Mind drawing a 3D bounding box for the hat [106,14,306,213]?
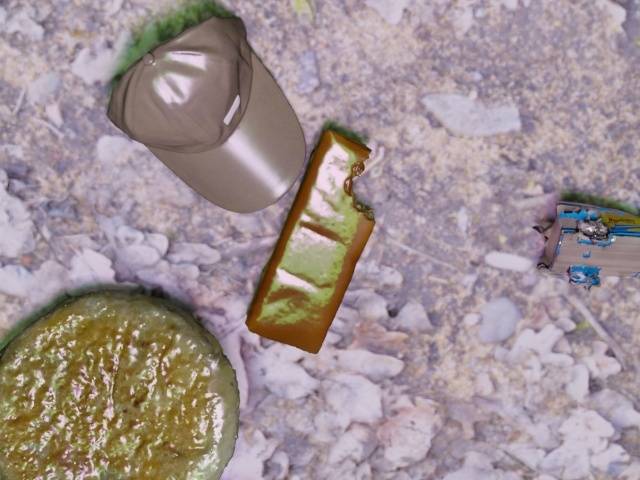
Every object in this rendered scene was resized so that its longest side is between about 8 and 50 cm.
[{"bbox_3d":[-0.104,-0.109,1.593,0.166,0.144,0.173,-40,83,13],"label":"hat"}]

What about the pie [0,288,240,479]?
[{"bbox_3d":[-0.215,0.180,1.673,0.277,0.078,0.277,0,86,6],"label":"pie"}]

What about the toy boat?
[{"bbox_3d":[0.322,0.008,1.678,0.210,0.066,0.084,3,121,-15],"label":"toy boat"}]

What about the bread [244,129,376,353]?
[{"bbox_3d":[0.000,0.000,1.667,0.088,0.049,0.226,22,106,-9],"label":"bread"}]
